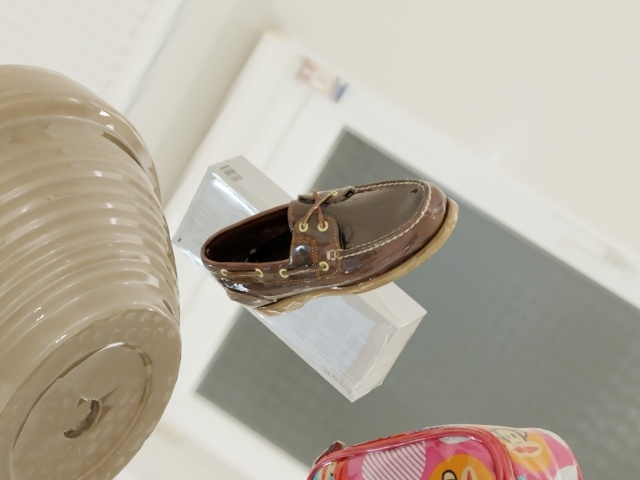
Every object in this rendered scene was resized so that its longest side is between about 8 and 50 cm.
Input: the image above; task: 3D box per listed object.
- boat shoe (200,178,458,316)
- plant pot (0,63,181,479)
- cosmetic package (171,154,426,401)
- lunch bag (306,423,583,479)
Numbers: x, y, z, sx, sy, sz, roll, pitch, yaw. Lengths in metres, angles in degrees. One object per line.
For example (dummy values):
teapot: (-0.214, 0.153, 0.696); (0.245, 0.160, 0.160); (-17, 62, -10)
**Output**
boat shoe: (0.000, 0.000, 1.182); (0.207, 0.073, 0.073); (-23, -144, 38)
plant pot: (-0.141, 0.050, 0.741); (0.237, 0.110, 0.237); (-37, 147, -29)
cosmetic package: (-0.023, 0.032, 1.559); (0.060, 0.239, 0.099); (-24, 150, -55)
lunch bag: (0.087, 0.295, 1.305); (0.120, 0.293, 0.258); (6, 163, -45)
